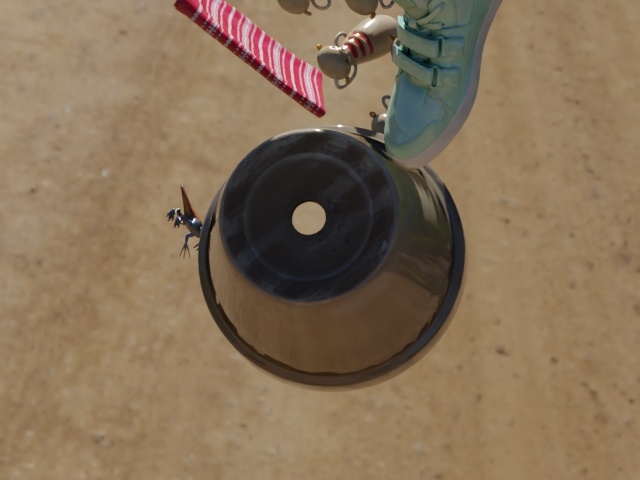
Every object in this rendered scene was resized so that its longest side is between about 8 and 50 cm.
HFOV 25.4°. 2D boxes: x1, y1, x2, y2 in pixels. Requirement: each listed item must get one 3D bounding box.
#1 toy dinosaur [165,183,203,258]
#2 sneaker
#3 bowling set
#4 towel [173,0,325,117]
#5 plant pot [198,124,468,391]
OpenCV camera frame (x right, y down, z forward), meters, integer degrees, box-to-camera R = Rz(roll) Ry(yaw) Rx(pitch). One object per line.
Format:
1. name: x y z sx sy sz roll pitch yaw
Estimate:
1. toy dinosaur: -0.153 -0.015 1.810 0.082 0.090 0.047 21 2 -38
2. sneaker: 0.079 -0.196 1.289 0.151 0.255 0.094 10 14 -41
3. bowling set: 0.084 -0.283 1.812 0.287 0.200 0.154 47 46 5
4. towel: -0.102 -0.296 2.129 0.275 0.031 0.199 37 16 -14
5. plant pot: 0.000 0.000 1.600 0.323 0.323 0.280 18 -8 11
